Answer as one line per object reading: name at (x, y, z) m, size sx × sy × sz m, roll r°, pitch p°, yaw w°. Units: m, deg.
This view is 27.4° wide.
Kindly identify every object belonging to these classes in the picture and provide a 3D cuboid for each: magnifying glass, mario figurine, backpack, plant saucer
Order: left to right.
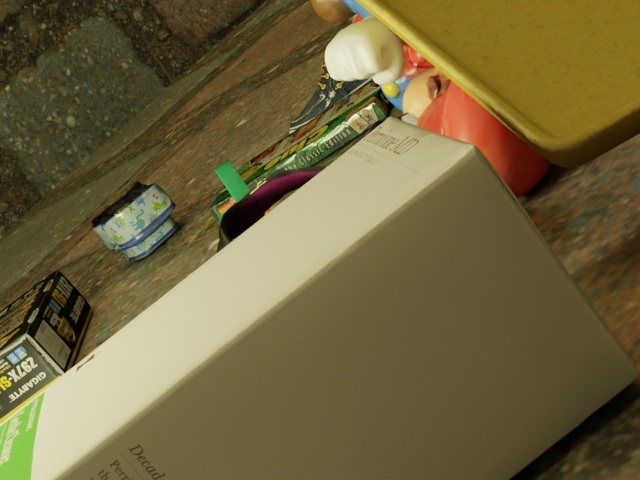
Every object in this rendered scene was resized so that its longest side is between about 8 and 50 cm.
backpack at (-0.243, -0.027, 1.770) m, size 0.105 × 0.084 × 0.114 m, roll -43°, pitch 10°, yaw -18°
magnifying glass at (-0.072, -0.037, 1.349) m, size 0.026 × 0.092 × 0.231 m, roll -33°, pitch 10°, yaw -1°
mario figurine at (0.073, -0.119, 1.072) m, size 0.198 × 0.170 × 0.320 m, roll 1°, pitch 29°, yaw -20°
plant saucer at (0.193, -0.189, 0.905) m, size 0.333 × 0.081 × 0.333 m, roll -29°, pitch 46°, yaw -15°

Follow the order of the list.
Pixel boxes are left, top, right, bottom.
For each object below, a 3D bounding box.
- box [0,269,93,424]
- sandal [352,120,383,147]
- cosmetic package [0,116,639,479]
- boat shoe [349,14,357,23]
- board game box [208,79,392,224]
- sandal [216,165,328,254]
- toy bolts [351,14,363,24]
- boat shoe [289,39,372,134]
box at (-0.435, 0.186, 1.584) m, size 0.322 × 0.079 × 0.257 m, roll -36°, pitch 16°, yaw 6°
sandal at (0.008, -0.041, 1.276) m, size 0.179 × 0.040 × 0.067 m, roll -44°, pitch 2°, yaw 14°
cosmetic package at (-0.039, 0.107, 0.709) m, size 0.365 × 0.155 × 0.197 m, roll -40°, pitch 13°, yaw -3°
boat shoe at (0.187, -0.342, 1.668) m, size 0.324 × 0.116 × 0.123 m, roll -37°, pitch -14°, yaw -9°
board game box at (-0.019, -0.118, 1.629) m, size 0.260 × 0.030 × 0.136 m, roll -32°, pitch 17°, yaw 23°
sandal at (0.002, -0.001, 1.042) m, size 0.167 × 0.107 × 0.446 m, roll -41°, pitch 14°, yaw -15°
toy bolts at (0.168, -0.251, 1.416) m, size 0.158 × 0.218 × 0.228 m, roll -16°, pitch -28°, yaw -46°
boat shoe at (0.018, -0.214, 1.726) m, size 0.183 × 0.083 × 0.065 m, roll -36°, pitch 14°, yaw 8°
